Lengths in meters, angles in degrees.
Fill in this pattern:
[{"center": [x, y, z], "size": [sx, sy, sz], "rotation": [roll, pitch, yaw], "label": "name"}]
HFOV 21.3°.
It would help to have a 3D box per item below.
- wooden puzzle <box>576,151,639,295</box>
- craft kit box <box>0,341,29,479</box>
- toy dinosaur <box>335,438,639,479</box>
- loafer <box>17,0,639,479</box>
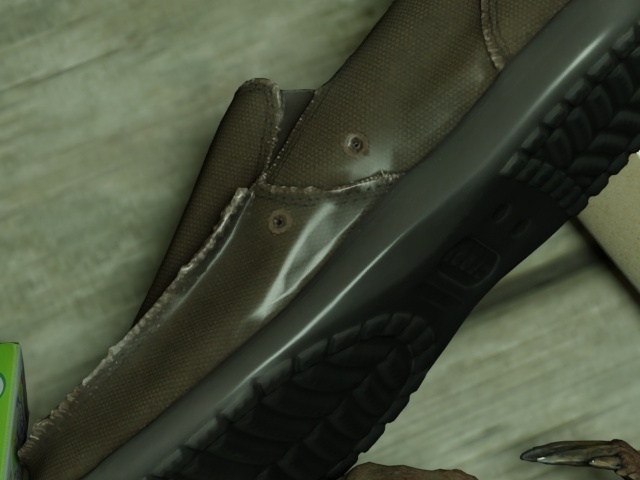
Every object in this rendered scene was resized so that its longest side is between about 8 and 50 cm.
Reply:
[{"center": [0.294, -0.071, 0.815], "size": [0.348, 0.080, 0.322], "rotation": [-39, 84, -3], "label": "wooden puzzle"}, {"center": [-0.252, 0.148, 0.692], "size": [0.247, 0.061, 0.250], "rotation": [-2, 44, -1], "label": "craft kit box"}, {"center": [0.066, 0.142, 0.728], "size": [0.296, 0.127, 0.200], "rotation": [14, 56, 7], "label": "toy dinosaur"}, {"center": [0.000, 0.000, 0.757], "size": [0.366, 0.134, 0.130], "rotation": [-43, 61, 2], "label": "loafer"}]
